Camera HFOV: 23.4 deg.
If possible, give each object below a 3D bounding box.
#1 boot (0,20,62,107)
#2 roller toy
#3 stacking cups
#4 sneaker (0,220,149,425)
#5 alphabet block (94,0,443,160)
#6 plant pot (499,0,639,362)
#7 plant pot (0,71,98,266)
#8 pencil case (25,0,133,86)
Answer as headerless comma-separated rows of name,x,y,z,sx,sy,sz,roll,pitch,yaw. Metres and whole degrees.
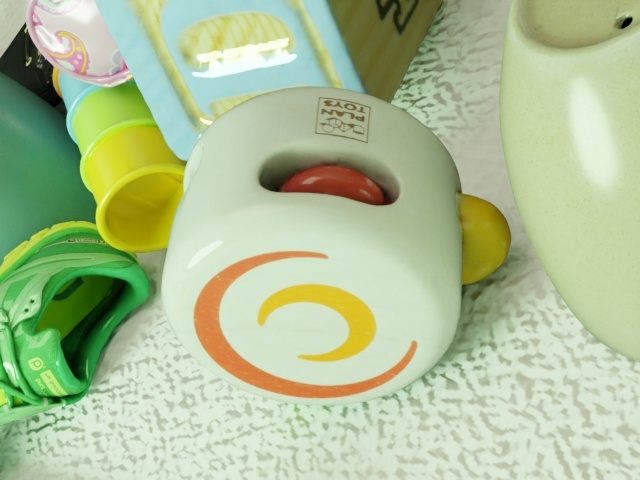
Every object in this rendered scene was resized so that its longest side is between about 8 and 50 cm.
boot,-0.306,-0.192,1.633,0.178,0.085,0.236,-41,29,16
roller toy,0.000,0.000,1.016,0.209,0.191,0.146,-24,39,29
stacking cups,-0.194,-0.124,1.353,0.096,0.096,0.316,-39,48,9
sneaker,-0.258,0.097,1.238,0.123,0.109,0.295,21,60,46
alphabet block,-0.038,-0.201,1.208,0.192,0.193,0.197,-6,36,27
plant pot,0.213,-0.093,0.892,0.284,0.191,0.284,-28,38,25
plant pot,-0.360,-0.041,1.399,0.293,0.235,0.293,-27,39,25
pencil case,-0.161,-0.258,1.345,0.124,0.124,0.284,-21,33,31
